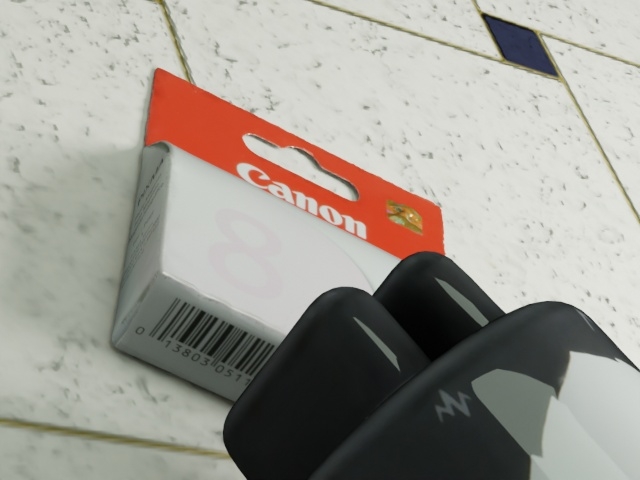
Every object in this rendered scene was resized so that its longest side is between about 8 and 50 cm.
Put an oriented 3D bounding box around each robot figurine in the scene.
[{"bbox_3d":[0.090,0.134,0.727,0.209,0.173,0.278,-37,73,-14],"label":"robot figurine"}]

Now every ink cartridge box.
[{"bbox_3d":[0.000,0.000,0.928,0.189,0.066,0.232,26,38,-18],"label":"ink cartridge box"}]
